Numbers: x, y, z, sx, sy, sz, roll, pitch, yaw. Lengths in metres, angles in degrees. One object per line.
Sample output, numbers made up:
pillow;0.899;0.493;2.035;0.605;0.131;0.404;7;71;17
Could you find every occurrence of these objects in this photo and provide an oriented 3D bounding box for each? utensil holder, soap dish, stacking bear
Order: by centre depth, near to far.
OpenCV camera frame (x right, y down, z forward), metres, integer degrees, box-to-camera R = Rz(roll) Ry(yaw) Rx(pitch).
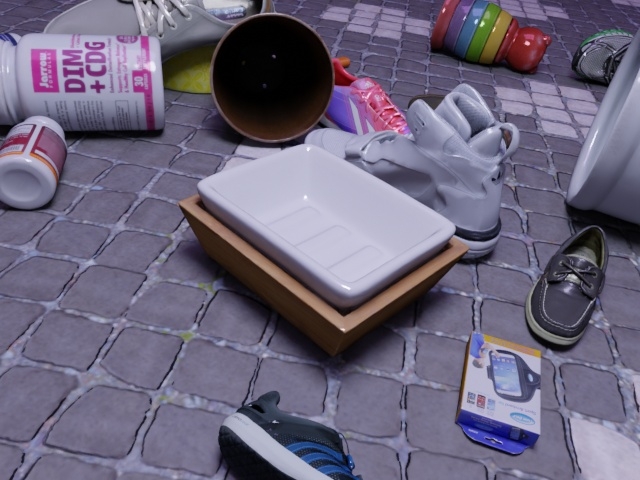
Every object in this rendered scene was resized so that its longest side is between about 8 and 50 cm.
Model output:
soap dish;0.000;0.000;0.718;0.291;0.118;0.229;35;44;31
utensil holder;0.628;-0.138;0.856;0.386;0.327;0.327;23;39;15
stacking bear;0.454;-0.541;1.505;0.289;0.175;0.164;24;37;9

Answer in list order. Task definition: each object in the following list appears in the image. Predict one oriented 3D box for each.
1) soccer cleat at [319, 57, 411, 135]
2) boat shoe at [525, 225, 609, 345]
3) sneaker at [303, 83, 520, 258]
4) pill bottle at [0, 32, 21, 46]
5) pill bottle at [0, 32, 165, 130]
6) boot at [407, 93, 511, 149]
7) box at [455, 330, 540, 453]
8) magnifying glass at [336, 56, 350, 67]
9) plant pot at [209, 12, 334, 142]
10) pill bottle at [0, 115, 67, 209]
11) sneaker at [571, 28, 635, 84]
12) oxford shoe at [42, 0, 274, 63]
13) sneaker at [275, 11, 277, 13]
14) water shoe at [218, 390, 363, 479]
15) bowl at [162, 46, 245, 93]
soccer cleat;0.098;-0.230;1.044;0.109;0.116;0.318;-20;45;-33
boat shoe;0.332;0.048;0.752;0.080;0.073;0.223;25;39;21
sneaker;0.126;-0.142;0.854;0.366;0.210;0.137;34;44;31
pill bottle;-0.584;-0.318;1.041;0.112;0.111;0.187;35;45;31
pill bottle;-0.413;-0.266;0.962;0.283;0.160;0.160;-4;38;-15
boot;0.247;-0.217;1.086;0.219;0.082;0.106;29;39;23
box;0.194;0.162;0.614;0.081;0.028;0.136;16;35;10
magnifying glass;-0.020;-0.401;1.333;0.231;0.026;0.092;-27;48;-35
plant pot;-0.103;-0.316;1.074;0.216;0.215;0.230;-1;22;-12
pill bottle;-0.419;-0.119;0.828;0.086;0.086;0.152;-1;37;-12
sneaker;0.818;-0.444;1.452;0.344;0.134;0.146;8;37;-1
oxford shoe;-0.297;-0.420;1.069;0.450;0.169;0.130;-18;1;-14
sneaker;-0.220;-0.538;1.388;0.217;0.121;0.079;16;64;-28
water shoe;0.005;0.198;0.492;0.203;0.072;0.080;29;39;25
bowl;-0.262;-0.450;1.242;0.290;0.155;0.289;6;36;-4
